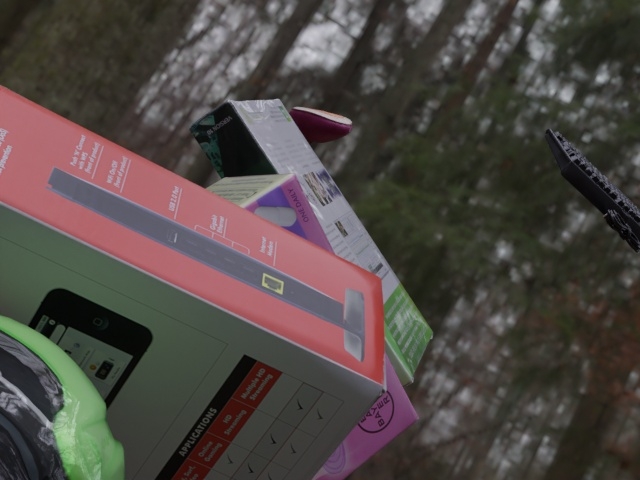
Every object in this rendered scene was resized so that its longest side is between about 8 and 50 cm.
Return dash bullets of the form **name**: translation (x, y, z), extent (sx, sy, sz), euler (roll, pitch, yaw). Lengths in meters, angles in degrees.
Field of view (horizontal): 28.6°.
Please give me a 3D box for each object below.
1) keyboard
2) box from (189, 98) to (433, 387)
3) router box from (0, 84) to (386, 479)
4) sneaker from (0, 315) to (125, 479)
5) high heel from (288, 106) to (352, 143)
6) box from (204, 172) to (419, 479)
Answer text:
- **keyboard**: translation (0.292, -0.035, 1.237), extent (0.180, 0.023, 0.108), euler (37, 25, -29)
- **box**: translation (0.000, 0.000, 1.294), extent (0.322, 0.058, 0.232), euler (56, 12, 1)
- **router box**: translation (-0.183, 0.090, 0.579), extent (0.301, 0.082, 0.335), euler (28, -60, -16)
- **sneaker**: translation (-0.288, 0.143, 0.355), extent (0.185, 0.483, 0.202), euler (63, -12, -1)
- **high heel**: translation (-0.040, -0.133, 1.814), extent (0.082, 0.117, 0.244), euler (9, 2, -40)
- **box**: translation (-0.089, 0.102, 0.897), extent (0.117, 0.243, 0.213), euler (3, -57, 61)
